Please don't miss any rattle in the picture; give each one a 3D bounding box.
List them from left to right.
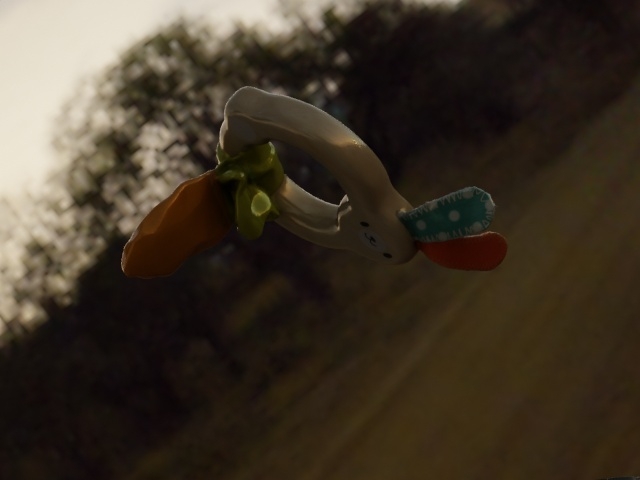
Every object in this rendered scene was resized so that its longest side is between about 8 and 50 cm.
[{"bbox_3d":[0.000,0.000,1.146,0.143,0.200,0.130,-47,-13,-44],"label":"rattle"}]

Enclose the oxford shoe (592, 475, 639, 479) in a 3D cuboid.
[{"bbox_3d":[0.148,0.203,0.981,0.083,0.096,0.227,-7,-22,3],"label":"oxford shoe"}]
